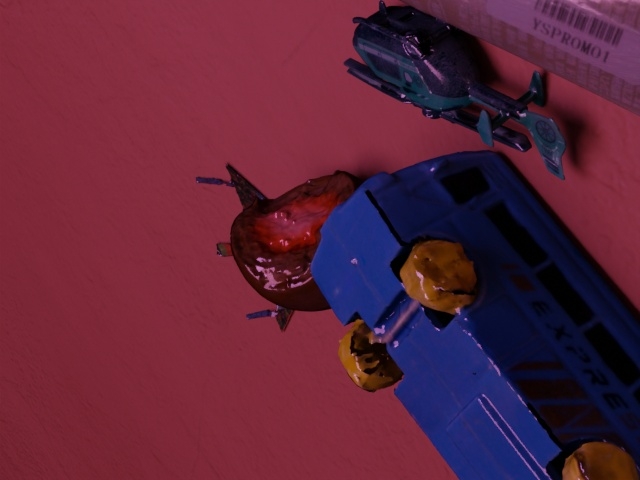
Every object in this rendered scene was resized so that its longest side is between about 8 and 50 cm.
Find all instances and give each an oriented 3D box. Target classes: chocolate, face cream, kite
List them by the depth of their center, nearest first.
[{"bbox_3d":[0.150,-0.168,0.991,0.341,0.084,0.137,29,136,26],"label":"face cream"},{"bbox_3d":[0.000,0.000,1.243,0.133,0.127,0.124,3,87,54],"label":"chocolate"},{"bbox_3d":[-0.058,0.010,1.421,0.160,0.010,0.183,0,114,52],"label":"kite"}]

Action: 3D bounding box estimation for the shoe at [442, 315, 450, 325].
[{"bbox_3d":[0.110,0.096,1.220,0.109,0.069,0.072,25,95,25],"label":"shoe"}]

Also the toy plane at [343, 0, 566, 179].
[{"bbox_3d":[0.095,-0.122,1.099,0.235,0.060,0.096,32,144,39],"label":"toy plane"}]

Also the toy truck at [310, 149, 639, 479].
[{"bbox_3d":[0.156,0.111,1.093,0.385,0.162,0.161,52,144,15],"label":"toy truck"}]
